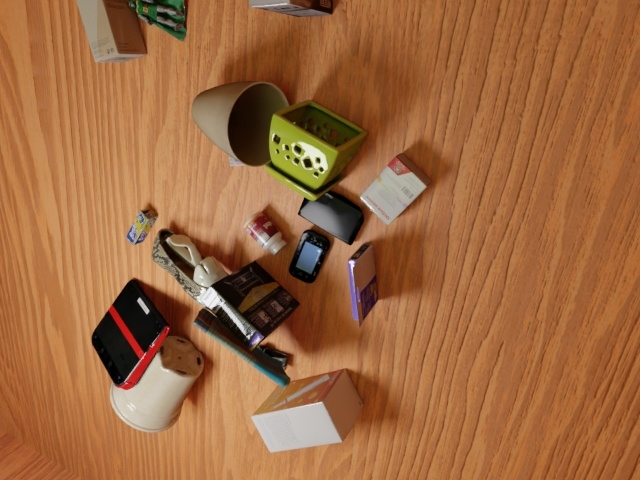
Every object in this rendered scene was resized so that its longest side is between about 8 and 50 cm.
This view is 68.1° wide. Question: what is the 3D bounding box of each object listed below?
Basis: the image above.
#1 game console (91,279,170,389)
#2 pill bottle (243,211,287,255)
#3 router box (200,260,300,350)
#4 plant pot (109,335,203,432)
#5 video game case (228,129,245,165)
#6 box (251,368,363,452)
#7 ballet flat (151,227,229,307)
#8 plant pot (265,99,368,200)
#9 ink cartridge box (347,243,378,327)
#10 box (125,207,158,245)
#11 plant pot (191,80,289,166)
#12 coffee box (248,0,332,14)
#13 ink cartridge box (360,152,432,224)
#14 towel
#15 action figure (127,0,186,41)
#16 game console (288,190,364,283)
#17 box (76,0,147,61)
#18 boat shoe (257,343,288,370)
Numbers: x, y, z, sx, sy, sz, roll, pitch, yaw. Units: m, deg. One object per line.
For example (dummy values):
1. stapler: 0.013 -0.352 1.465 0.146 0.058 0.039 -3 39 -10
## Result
1. game console: -0.812 0.396 2.011 0.386 0.060 0.342 36 90 38
2. pill bottle: -0.193 -0.022 1.676 0.152 0.086 0.086 46 122 3
3. router box: -0.235 0.215 1.654 0.243 0.309 0.081 43 113 7
4. plant pot: -0.675 0.590 2.042 0.334 0.334 0.305 43 110 6
5. video game case: -0.288 -0.323 1.654 0.087 0.011 0.122 2 109 26
6. box: -0.048 0.639 1.777 0.345 0.215 0.168 -23 97 31
7. ballet flat: -0.473 0.099 1.778 0.482 0.164 0.182 33 129 28
8. plant pot: -0.024 -0.264 1.425 0.227 0.228 0.207 32 127 12
9. ink cartridge box: 0.129 0.140 1.503 0.045 0.208 0.207 1 109 23
10. box: -0.737 -0.056 1.951 0.054 0.059 0.169 45 122 7
11. plant pot: -0.281 -0.392 1.507 0.273 0.256 0.257 24 119 35
12. coffee box: -0.072 -0.688 1.238 0.118 0.297 0.168 6 111 21
13. ink cartridge box: 0.224 -0.154 1.424 0.127 0.072 0.175 45 122 4
14. towel: -0.267 0.359 1.621 0.370 0.271 0.040 38 82 -8
15. action figure: -0.557 -0.769 1.594 0.232 0.063 0.137 25 121 20
16. game console: 0.000 0.000 1.613 0.213 0.044 0.362 31 120 14
17. box: -0.728 -0.784 1.623 0.121 0.148 0.312 -4 108 27
18. boat shoe: -0.229 0.448 1.883 0.219 0.078 0.070 15 116 12
